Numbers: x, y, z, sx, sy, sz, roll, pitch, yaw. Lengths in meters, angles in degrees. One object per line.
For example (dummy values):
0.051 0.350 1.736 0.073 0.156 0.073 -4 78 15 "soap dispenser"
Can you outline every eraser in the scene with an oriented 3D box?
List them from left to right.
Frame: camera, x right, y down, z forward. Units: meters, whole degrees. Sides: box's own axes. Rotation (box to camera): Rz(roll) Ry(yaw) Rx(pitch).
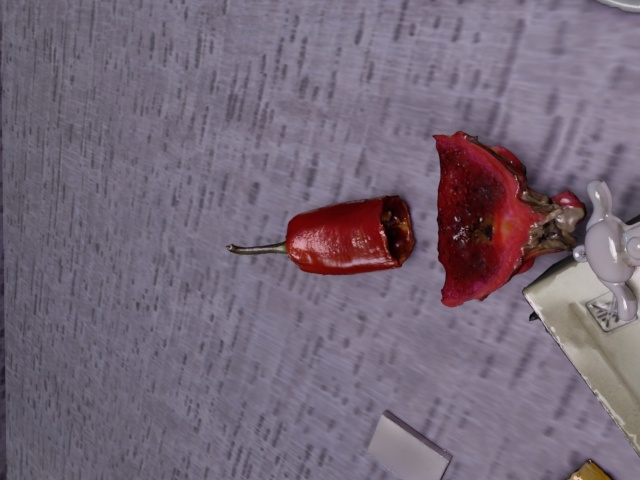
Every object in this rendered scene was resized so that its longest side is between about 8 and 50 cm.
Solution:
0.167 0.411 0.965 0.150 0.023 0.103 29 114 28 "eraser"

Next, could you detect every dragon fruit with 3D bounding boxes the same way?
0.272 -0.027 0.715 0.212 0.134 0.261 15 109 61 "dragon fruit"

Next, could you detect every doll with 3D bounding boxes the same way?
0.303 0.014 0.480 0.113 0.072 0.135 19 113 41 "doll"

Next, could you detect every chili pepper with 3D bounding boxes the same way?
0.003 0.002 0.947 0.339 0.131 0.134 -11 116 32 "chili pepper"

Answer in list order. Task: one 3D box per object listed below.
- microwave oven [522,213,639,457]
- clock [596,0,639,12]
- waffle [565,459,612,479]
0.492 0.124 0.549 0.333 0.247 0.394 -41 74 34 "microwave oven"
0.434 -0.403 0.619 0.237 0.053 0.236 6 100 32 "clock"
0.418 0.502 0.760 0.221 0.055 0.247 46 120 33 "waffle"
